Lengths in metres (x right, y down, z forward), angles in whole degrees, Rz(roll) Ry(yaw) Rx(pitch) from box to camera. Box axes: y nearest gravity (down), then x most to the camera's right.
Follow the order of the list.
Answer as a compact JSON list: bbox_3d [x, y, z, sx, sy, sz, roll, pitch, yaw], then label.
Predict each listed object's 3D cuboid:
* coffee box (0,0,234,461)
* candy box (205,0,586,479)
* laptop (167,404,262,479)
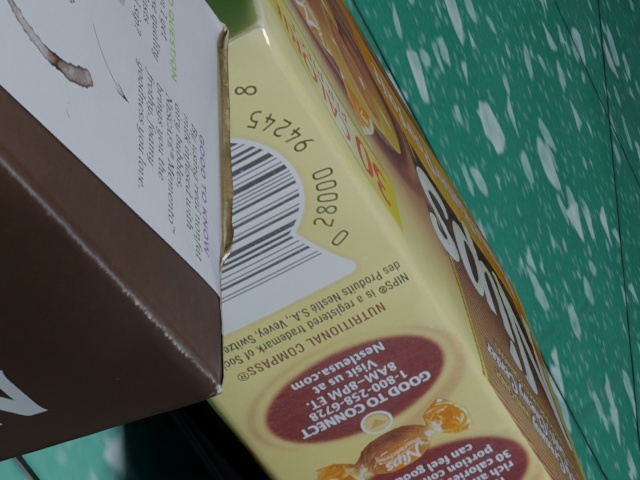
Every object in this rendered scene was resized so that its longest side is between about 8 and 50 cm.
[{"bbox_3d":[-0.130,-0.054,0.333,0.246,0.141,0.098,51,28,-47],"label":"coffee box"},{"bbox_3d":[0.000,0.000,0.701,0.316,0.087,0.183,57,12,-41],"label":"candy box"},{"bbox_3d":[-0.008,0.210,0.643,0.234,0.136,0.264,53,52,-44],"label":"laptop"}]
